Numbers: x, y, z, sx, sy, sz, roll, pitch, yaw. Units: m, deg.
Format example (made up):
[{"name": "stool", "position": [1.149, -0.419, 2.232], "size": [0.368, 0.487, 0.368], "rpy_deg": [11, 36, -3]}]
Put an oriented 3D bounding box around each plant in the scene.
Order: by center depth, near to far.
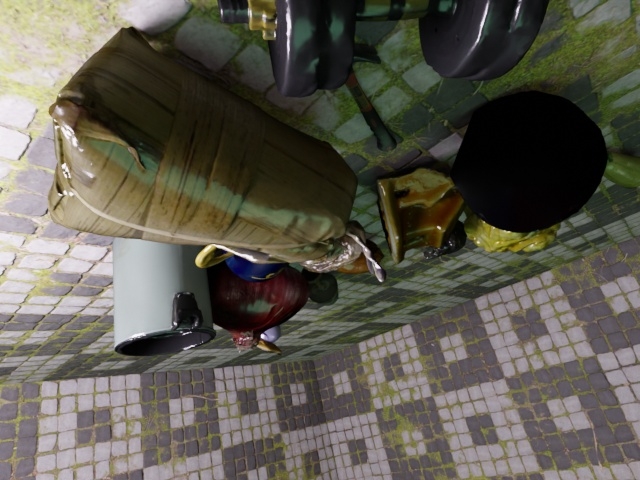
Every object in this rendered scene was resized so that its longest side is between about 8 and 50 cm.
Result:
[{"name": "plant", "position": [0.356, -0.017, 1.227], "size": [0.194, 0.132, 0.129], "rpy_deg": [2, 150, -41]}]

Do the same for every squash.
[{"name": "squash", "position": [0.834, -0.215, 1.128], "size": [0.224, 0.095, 0.094], "rpy_deg": [10, 147, -31]}]

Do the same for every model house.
[{"name": "model house", "position": [0.264, -0.080, 0.984], "size": [0.238, 0.174, 0.268], "rpy_deg": [-15, 159, 5]}]

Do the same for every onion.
[{"name": "onion", "position": [-0.206, 0.183, 1.172], "size": [0.347, 0.286, 0.347], "rpy_deg": [1, 169, 0]}]

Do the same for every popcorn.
[{"name": "popcorn", "position": [0.537, -0.073, 1.092], "size": [0.241, 0.235, 0.250], "rpy_deg": [-38, 175, -2]}]

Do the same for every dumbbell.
[{"name": "dumbbell", "position": [0.082, -0.269, 0.455], "size": [0.387, 0.185, 0.185], "rpy_deg": [-9, 156, -10]}]

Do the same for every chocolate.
[{"name": "chocolate", "position": [0.428, -0.148, 0.858], "size": [0.283, 0.284, 0.186], "rpy_deg": [-22, 173, 17]}]

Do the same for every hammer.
[{"name": "hammer", "position": [0.081, -0.236, 0.716], "size": [0.111, 0.033, 0.287], "rpy_deg": [-21, 156, 18]}]

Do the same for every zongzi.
[{"name": "zongzi", "position": [-0.184, -0.052, 0.706], "size": [0.499, 0.218, 0.466], "rpy_deg": [23, 152, -27]}]

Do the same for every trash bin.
[{"name": "trash bin", "position": [-0.376, 0.120, 0.962], "size": [0.217, 0.263, 0.277], "rpy_deg": [9, 148, -42]}]

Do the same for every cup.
[{"name": "cup", "position": [-0.151, -0.022, 0.889], "size": [0.254, 0.179, 0.256], "rpy_deg": [4, 153, -28]}]

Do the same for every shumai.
[{"name": "shumai", "position": [0.000, 0.000, 1.028], "size": [0.209, 0.162, 0.152], "rpy_deg": [3, 171, 38]}]

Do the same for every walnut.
[{"name": "walnut", "position": [0.111, 0.047, 1.254], "size": [0.207, 0.116, 0.116], "rpy_deg": [2, 152, -21]}]

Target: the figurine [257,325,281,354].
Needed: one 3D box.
[{"name": "figurine", "position": [-0.177, 0.249, 1.432], "size": [0.180, 0.257, 0.208], "rpy_deg": [28, 167, -21]}]

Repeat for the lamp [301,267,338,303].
[{"name": "lamp", "position": [0.001, 0.162, 1.446], "size": [0.121, 0.121, 0.215], "rpy_deg": [-17, 146, 7]}]
